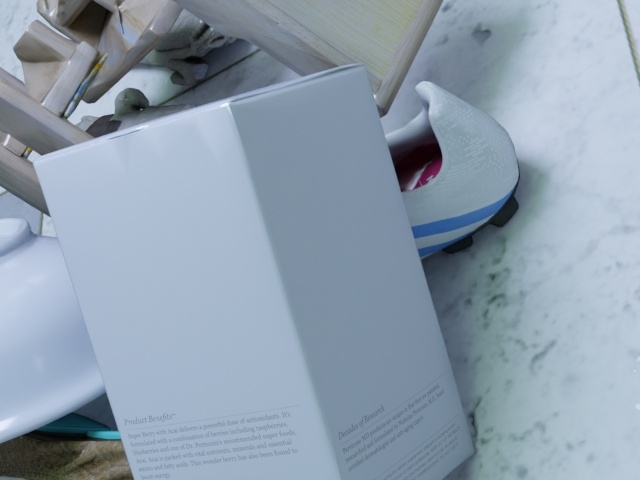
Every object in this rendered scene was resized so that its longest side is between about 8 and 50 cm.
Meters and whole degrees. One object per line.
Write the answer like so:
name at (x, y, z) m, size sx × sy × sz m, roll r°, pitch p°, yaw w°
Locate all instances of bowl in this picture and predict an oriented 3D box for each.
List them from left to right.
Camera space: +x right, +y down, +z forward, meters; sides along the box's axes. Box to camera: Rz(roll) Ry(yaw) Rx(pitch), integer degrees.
bowl at (-0.295, 0.067, 1.221) m, size 0.297 × 0.134 × 0.298 m, roll -15°, pitch 15°, yaw 4°

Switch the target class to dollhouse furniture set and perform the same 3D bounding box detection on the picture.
dollhouse furniture set at (-0.096, -0.200, 1.258) m, size 0.394 × 0.256 × 0.362 m, roll -23°, pitch 36°, yaw 63°

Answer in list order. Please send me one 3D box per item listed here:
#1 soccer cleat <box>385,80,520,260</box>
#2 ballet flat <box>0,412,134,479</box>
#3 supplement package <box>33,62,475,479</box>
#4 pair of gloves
soccer cleat at (0.000, 0.000, 1.118) m, size 0.331 × 0.143 × 0.116 m, roll -39°, pitch 43°, yaw 13°
ballet flat at (-0.193, 0.203, 1.184) m, size 0.342 × 0.116 × 0.124 m, roll 4°, pitch 83°, yaw 38°
supplement package at (-0.039, 0.048, 0.984) m, size 0.177 × 0.175 × 0.293 m, roll -12°, pitch 98°, yaw 35°
pair of gloves at (-0.171, -0.153, 1.454) m, size 0.204 × 0.042 × 0.240 m, roll -6°, pitch 52°, yaw 44°
